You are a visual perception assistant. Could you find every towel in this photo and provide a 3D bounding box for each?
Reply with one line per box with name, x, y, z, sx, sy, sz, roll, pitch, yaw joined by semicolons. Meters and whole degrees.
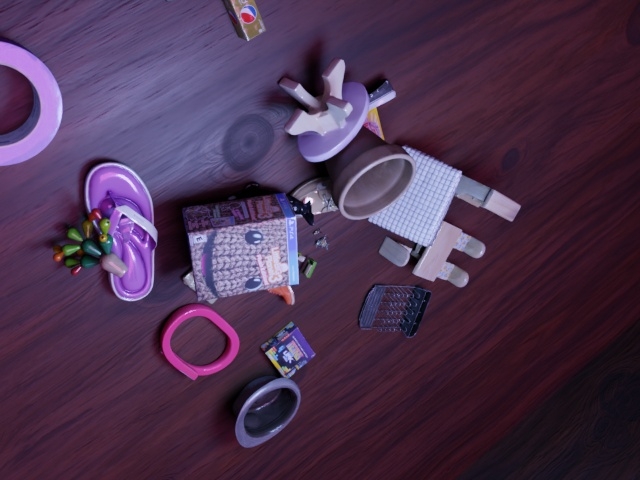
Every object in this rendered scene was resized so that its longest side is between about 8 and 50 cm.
towel;0.318;-0.149;2.092;0.121;0.235;0.283;-1;116;-67
towel;-0.343;0.123;1.922;0.110;0.027;0.148;-45;130;-5

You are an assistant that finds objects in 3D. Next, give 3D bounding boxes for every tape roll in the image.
tape roll;-0.725;-0.309;1.394;0.275;0.090;0.274;-16;121;-28

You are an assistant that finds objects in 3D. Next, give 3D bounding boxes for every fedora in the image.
fedora;-0.206;0.570;2.186;0.275;0.124;0.243;-34;130;-22

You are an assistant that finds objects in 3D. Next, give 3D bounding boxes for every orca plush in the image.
orca plush;-0.150;-0.085;1.847;0.287;0.102;0.151;15;89;-18

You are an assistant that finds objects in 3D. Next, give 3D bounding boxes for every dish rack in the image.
dish rack;0.277;0.263;2.389;0.272;0.074;0.208;6;109;-36

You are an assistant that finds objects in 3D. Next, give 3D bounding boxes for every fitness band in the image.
fitness band;-0.381;0.320;1.988;0.209;0.054;0.291;-46;131;-9

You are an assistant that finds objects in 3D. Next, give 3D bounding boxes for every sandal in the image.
sandal;-0.510;-0.012;1.686;0.169;0.102;0.416;-20;123;-25

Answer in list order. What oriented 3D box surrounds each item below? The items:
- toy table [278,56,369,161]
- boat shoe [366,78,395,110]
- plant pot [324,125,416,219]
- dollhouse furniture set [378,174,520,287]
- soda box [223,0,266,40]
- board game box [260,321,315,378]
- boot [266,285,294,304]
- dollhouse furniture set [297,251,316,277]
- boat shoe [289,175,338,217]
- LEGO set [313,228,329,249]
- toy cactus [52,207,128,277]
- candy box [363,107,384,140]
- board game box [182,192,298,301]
toy table;0.010;-0.375;1.781;0.274;0.252;0.161;-65;149;-14
boat shoe;0.127;-0.430;1.924;0.229;0.080;0.076;-28;107;-14
plant pot;0.117;-0.232;1.881;0.263;0.229;0.263;-24;150;-14
dollhouse furniture set;0.485;-0.023;2.259;0.362;0.256;0.394;20;101;-39
soda box;-0.209;-0.610;1.607;0.061;0.058;0.181;-35;128;-14
board game box;-0.112;0.389;2.206;0.141;0.048;0.170;-38;129;-11
boot;-0.140;0.157;2.063;0.085;0.059;0.157;-30;119;-15
dollhouse furniture set;-0.088;0.069;2.035;0.152;0.076;0.058;21;100;-40
boat shoe;0.031;-0.144;1.989;0.302;0.098;0.109;-24;125;-22
LEGO set;0.001;-0.002;2.099;0.054;0.023;0.083;-23;111;-26
toy cactus;-0.577;0.030;1.617;0.180;0.112;0.219;41;112;-14
candy box;0.156;-0.322;2.028;0.105;0.027;0.205;-34;129;-18
board game box;-0.220;0.018;1.757;0.291;0.141;0.232;-10;124;-12
